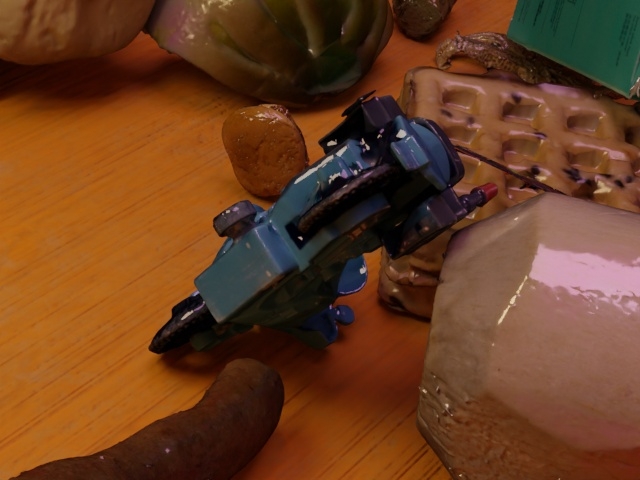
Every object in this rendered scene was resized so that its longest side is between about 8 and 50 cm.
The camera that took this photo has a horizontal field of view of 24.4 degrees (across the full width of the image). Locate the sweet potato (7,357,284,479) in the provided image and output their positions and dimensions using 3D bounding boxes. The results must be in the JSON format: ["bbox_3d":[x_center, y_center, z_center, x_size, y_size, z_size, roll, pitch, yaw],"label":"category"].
[{"bbox_3d":[-0.141,0.171,0.870,0.109,0.109,0.385,26,25,19],"label":"sweet potato"}]

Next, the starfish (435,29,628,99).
[{"bbox_3d":[0.223,-0.180,1.517,0.209,0.053,0.150,19,40,7],"label":"starfish"}]

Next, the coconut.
[{"bbox_3d":[0.182,0.082,0.991,0.241,0.241,0.241,8,35,-6],"label":"coconut"}]

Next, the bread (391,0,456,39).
[{"bbox_3d":[0.112,-0.263,1.596,0.066,0.060,0.110,-10,27,25],"label":"bread"}]

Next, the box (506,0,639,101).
[{"bbox_3d":[0.299,-0.244,1.365,0.118,0.205,0.311,9,14,-17],"label":"box"}]

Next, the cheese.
[{"bbox_3d":[-0.264,-0.250,1.326,0.226,0.117,0.214,-18,44,-42],"label":"cheese"}]

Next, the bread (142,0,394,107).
[{"bbox_3d":[-0.038,-0.227,1.404,0.260,0.156,0.158,-33,53,-25],"label":"bread"}]

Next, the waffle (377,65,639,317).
[{"bbox_3d":[0.240,-0.018,1.237,0.376,0.114,0.261,11,34,-2],"label":"waffle"}]

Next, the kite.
[{"bbox_3d":[0.150,-0.045,1.101,0.190,0.010,0.159,24,8,-8],"label":"kite"}]

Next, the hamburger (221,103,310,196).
[{"bbox_3d":[-0.046,-0.077,1.256,0.076,0.083,0.044,-12,18,28],"label":"hamburger"}]

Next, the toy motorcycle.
[{"bbox_3d":[0.000,0.000,1.043,0.182,0.272,0.123,-24,79,-49],"label":"toy motorcycle"}]
